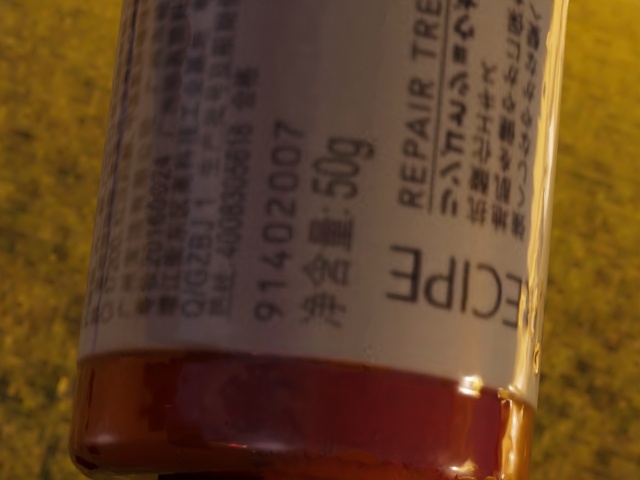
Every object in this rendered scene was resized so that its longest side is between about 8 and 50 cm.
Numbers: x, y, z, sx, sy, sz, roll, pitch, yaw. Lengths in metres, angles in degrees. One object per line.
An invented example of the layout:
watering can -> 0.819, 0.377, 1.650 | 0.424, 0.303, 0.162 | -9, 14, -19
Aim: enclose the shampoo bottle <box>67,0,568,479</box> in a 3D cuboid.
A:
shampoo bottle -> 0.000, 0.000, 0.445 | 0.104, 0.278, 0.104 | 6, -12, 1
